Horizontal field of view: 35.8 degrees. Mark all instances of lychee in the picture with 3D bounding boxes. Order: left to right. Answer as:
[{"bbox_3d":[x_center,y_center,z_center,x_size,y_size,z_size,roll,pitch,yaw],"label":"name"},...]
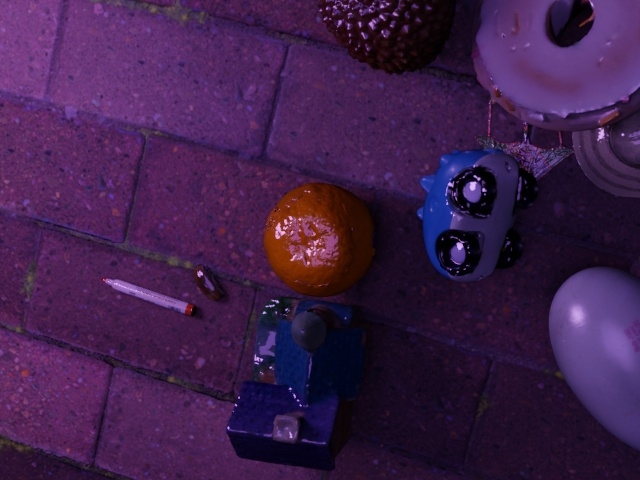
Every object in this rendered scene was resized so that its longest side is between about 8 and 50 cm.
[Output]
[{"bbox_3d":[0.114,-0.439,1.778,0.267,0.267,0.267,2,97,14],"label":"lychee"}]

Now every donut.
[{"bbox_3d":[0.449,-0.363,1.729,0.382,0.142,0.383,-5,78,22],"label":"donut"}]

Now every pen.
[{"bbox_3d":[-0.363,0.115,2.084,0.218,0.026,0.026,18,100,12],"label":"pen"}]

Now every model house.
[{"bbox_3d":[-0.046,0.273,1.891,0.245,0.280,0.312,9,97,13],"label":"model house"}]

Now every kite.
[{"bbox_3d":[0.390,-0.204,1.868,0.198,0.006,0.244,6,98,14],"label":"kite"}]

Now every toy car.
[{"bbox_3d":[0.270,-0.054,1.830,0.190,0.188,0.255,23,112,40],"label":"toy car"}]

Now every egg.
[{"bbox_3d":[0.552,0.217,1.762,0.230,0.230,0.371,-32,94,15],"label":"egg"}]

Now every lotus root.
[{"bbox_3d":[-0.236,0.090,2.046,0.037,0.030,0.083,-37,86,16],"label":"lotus root"}]

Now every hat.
[{"bbox_3d":[0.577,-0.190,1.770,0.252,0.110,0.252,1,96,13],"label":"hat"}]

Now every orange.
[{"bbox_3d":[0.000,-0.002,1.895,0.219,0.193,0.219,0,100,-1],"label":"orange"}]
